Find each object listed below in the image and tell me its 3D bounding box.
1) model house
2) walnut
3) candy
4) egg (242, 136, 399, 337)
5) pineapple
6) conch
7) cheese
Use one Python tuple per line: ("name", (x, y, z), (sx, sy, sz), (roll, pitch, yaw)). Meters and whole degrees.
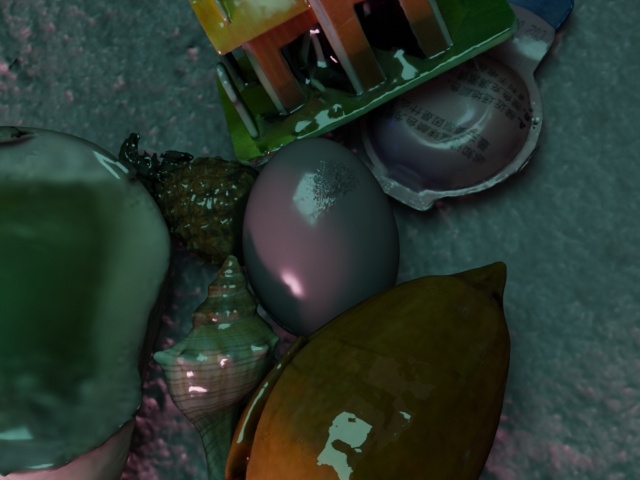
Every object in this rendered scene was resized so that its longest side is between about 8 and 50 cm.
("model house", (-0.030, -0.324, 1.438), (0.300, 0.324, 0.340), (-25, 36, 6))
("walnut", (0.063, 0.149, 1.285), (0.209, 0.209, 0.336), (35, 77, 22))
("candy", (-0.349, 0.083, 1.356), (0.426, 0.186, 0.386), (4, 69, -19))
("egg", (0.000, 0.000, 1.372), (0.146, 0.146, 0.199), (-4, 107, 9))
("pineapple", (-0.135, -0.045, 1.468), (0.197, 0.108, 0.108), (25, 73, 30))
("conch", (-0.078, 0.128, 1.364), (0.137, 0.234, 0.114), (-21, 31, -17))
("cheese", (0.149, -0.153, 1.467), (0.189, 0.074, 0.286), (26, 71, 20))
